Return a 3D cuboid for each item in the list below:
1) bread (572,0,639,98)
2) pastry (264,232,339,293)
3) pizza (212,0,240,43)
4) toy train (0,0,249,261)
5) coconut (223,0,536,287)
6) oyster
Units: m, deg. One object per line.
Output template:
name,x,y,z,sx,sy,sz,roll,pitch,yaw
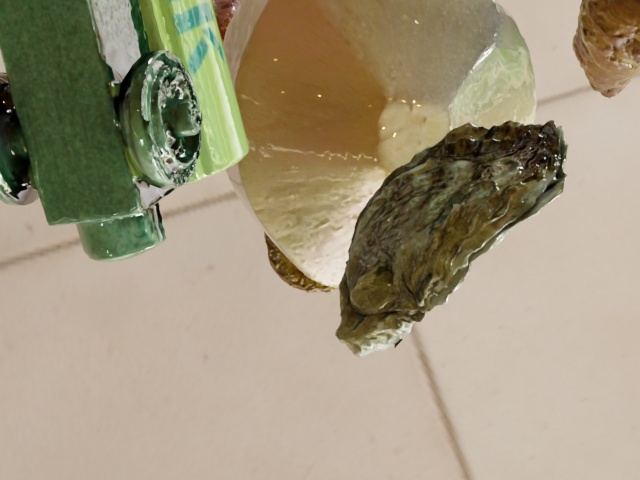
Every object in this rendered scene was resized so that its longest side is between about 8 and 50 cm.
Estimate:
bread,0.243,-0.182,1.073,0.076,0.233,0.105,40,67,7
pastry,0.000,0.000,1.351,0.109,0.057,0.097,21,111,5
pizza,-0.086,-0.222,1.414,0.198,0.062,0.188,11,30,0
toy train,-0.099,-0.125,0.615,0.105,0.157,0.253,-9,105,20
coconut,0.041,-0.093,1.038,0.259,0.259,0.259,3,73,-11
oyster,0.080,-0.009,0.866,0.177,0.125,0.064,-33,115,18
